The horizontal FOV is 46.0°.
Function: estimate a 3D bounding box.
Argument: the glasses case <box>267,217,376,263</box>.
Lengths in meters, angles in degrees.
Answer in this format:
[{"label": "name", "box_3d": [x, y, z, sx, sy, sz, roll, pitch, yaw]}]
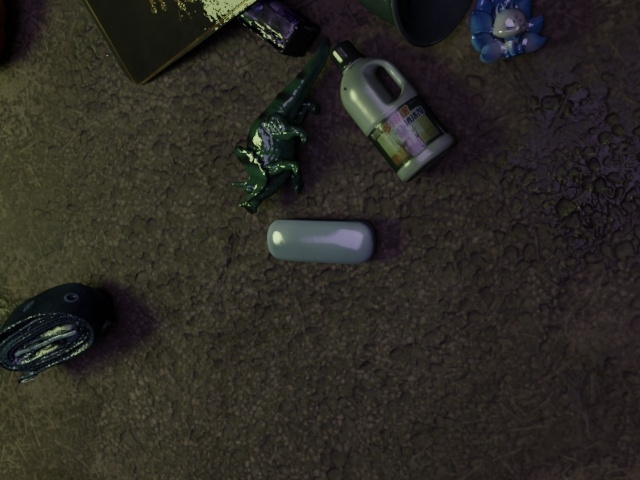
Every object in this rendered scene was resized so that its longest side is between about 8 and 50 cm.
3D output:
[{"label": "glasses case", "box_3d": [0.000, 0.000, 1.184, 0.178, 0.045, 0.067, 2, 98, 22]}]

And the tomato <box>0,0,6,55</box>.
[{"label": "tomato", "box_3d": [-0.651, -0.398, 1.359, 0.237, 0.095, 0.236, 3, 97, 25]}]

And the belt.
[{"label": "belt", "box_3d": [-0.482, 0.150, 1.361, 0.218, 0.128, 0.122, -23, 118, 21]}]

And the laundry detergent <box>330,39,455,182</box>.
[{"label": "laundry detergent", "box_3d": [0.094, -0.200, 1.108, 0.099, 0.070, 0.225, -41, 81, 30]}]

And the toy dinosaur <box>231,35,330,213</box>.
[{"label": "toy dinosaur", "box_3d": [-0.045, -0.166, 1.164, 0.120, 0.079, 0.292, 40, 106, 10]}]

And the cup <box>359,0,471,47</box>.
[{"label": "cup", "box_3d": [0.106, -0.381, 1.033, 0.150, 0.199, 0.199, 28, 108, 34]}]

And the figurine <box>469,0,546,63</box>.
[{"label": "figurine", "box_3d": [0.249, -0.300, 1.026, 0.114, 0.079, 0.114, 0, 95, -5]}]

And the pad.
[{"label": "pad", "box_3d": [-0.281, -0.428, 1.138, 0.375, 0.063, 0.315, -22, 100, 42]}]

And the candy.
[{"label": "candy", "box_3d": [-0.142, -0.394, 1.161, 0.312, 0.088, 0.061, 40, 111, 12]}]
